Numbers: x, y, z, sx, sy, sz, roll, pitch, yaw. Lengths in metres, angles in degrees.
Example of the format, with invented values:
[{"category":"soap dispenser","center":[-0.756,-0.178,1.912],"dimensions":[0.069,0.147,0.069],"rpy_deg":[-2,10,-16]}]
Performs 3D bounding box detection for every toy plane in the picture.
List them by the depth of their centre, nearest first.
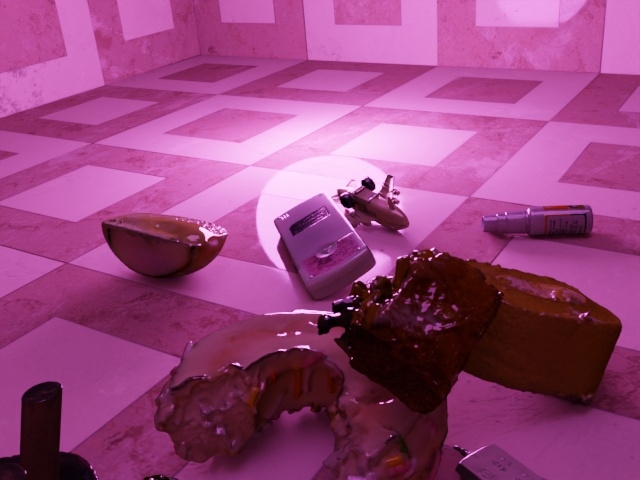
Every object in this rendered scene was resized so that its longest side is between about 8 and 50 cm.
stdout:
[{"category":"toy plane","center":[0.110,-0.082,1.626],"dimensions":[0.229,0.092,0.244],"rpy_deg":[-36,34,-23]}]

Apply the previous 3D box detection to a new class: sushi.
[{"category":"sushi","center":[0.106,0.090,0.857],"dimensions":[0.179,0.167,0.296],"rpy_deg":[35,41,9]}]

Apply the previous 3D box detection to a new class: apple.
[{"category":"apple","center":[-0.306,0.007,1.484],"dimensions":[0.265,0.120,0.193],"rpy_deg":[13,17,27]}]

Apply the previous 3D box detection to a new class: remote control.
[{"category":"remote control","center":[0.000,0.001,1.467],"dimensions":[0.145,0.050,0.344],"rpy_deg":[-30,28,0]}]

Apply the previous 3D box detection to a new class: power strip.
[{"category":"power strip","center":[0.245,0.306,0.844],"dimensions":[0.060,0.027,0.253],"rpy_deg":[-19,29,-28]}]

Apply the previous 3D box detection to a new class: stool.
[{"category":"stool","center":[-0.389,0.296,0.808],"dimensions":[0.272,0.178,0.272],"rpy_deg":[-5,24,2]}]

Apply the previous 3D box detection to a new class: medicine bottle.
[{"category":"medicine bottle","center":[0.454,-0.041,1.518],"dimensions":[0.221,0.061,0.092],"rpy_deg":[-2,1,6]}]

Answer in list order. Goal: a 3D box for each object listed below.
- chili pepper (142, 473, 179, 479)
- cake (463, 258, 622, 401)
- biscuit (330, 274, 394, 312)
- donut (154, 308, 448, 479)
[{"category":"chili pepper","center":[-0.179,0.343,0.805],"dimensions":[0.072,0.073,0.204],"rpy_deg":[5,25,-12]},{"category":"cake","center":[0.299,0.130,1.020],"dimensions":[0.261,0.156,0.179],"rpy_deg":[11,20,-16]},{"category":"biscuit","center":[0.090,0.124,1.259],"dimensions":[0.118,0.029,0.247],"rpy_deg":[13,30,32]},{"category":"donut","center":[-0.009,0.214,0.945],"dimensions":[0.371,0.150,0.307],"rpy_deg":[11,30,27]}]
